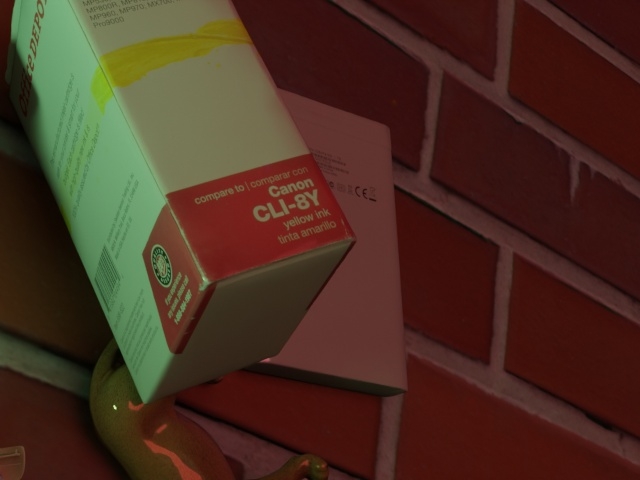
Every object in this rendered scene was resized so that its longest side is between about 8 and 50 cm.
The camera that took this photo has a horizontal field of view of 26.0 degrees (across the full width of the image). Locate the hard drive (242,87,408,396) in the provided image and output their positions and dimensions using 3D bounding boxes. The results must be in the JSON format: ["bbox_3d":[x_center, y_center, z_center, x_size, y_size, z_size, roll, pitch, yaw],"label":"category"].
[{"bbox_3d":[0.000,0.000,1.674,0.233,0.047,0.353,15,62,-38],"label":"hard drive"}]

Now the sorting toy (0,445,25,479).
[{"bbox_3d":[-0.319,0.234,1.288,0.083,0.045,0.075,-1,80,-43],"label":"sorting toy"}]

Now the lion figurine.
[{"bbox_3d":[-0.140,0.228,1.408,0.240,0.142,0.392,-30,79,-38],"label":"lion figurine"}]

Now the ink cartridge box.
[{"bbox_3d":[-0.151,-0.082,1.329,0.160,0.279,0.384,-19,70,-26],"label":"ink cartridge box"}]
